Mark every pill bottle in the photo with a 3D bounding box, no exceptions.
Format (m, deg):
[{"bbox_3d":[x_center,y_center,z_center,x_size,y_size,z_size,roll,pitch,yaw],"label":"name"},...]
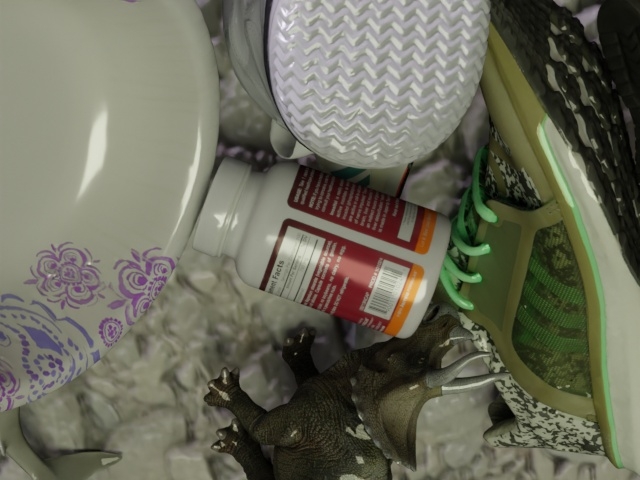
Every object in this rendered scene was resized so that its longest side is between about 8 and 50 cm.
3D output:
[{"bbox_3d":[0.000,0.000,0.846,0.152,0.086,0.086,20,119,-2],"label":"pill bottle"}]

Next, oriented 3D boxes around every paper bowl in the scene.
[{"bbox_3d":[-0.201,-0.056,0.753,0.284,0.148,0.284,-36,139,-38],"label":"paper bowl"}]

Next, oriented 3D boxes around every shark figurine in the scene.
[{"bbox_3d":[-0.208,0.101,0.923,0.166,0.116,0.278,8,119,-11],"label":"shark figurine"}]

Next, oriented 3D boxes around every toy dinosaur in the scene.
[{"bbox_3d":[0.001,0.171,0.958,0.121,0.160,0.314,-14,131,-42],"label":"toy dinosaur"}]

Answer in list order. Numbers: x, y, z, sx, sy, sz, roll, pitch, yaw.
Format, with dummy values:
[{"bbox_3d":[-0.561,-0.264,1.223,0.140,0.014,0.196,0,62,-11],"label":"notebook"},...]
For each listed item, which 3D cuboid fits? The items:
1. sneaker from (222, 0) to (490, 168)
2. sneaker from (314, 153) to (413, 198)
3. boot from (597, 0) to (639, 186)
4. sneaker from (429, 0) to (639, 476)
[{"bbox_3d":[0.023,-0.216,0.743,0.137,0.210,0.366,9,86,-14],"label":"sneaker"},{"bbox_3d":[0.022,-0.049,0.899,0.075,0.057,0.161,20,122,2],"label":"sneaker"},{"bbox_3d":[0.271,-0.089,0.855,0.137,0.077,0.198,-28,113,-19],"label":"boot"},{"bbox_3d":[0.132,0.015,0.907,0.182,0.158,0.410,-11,120,20],"label":"sneaker"}]
